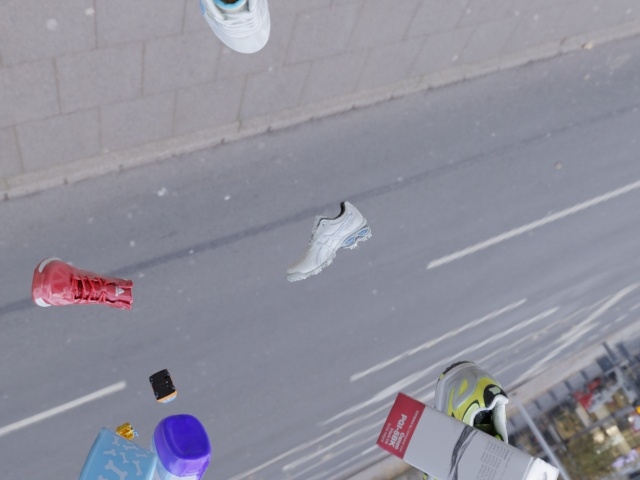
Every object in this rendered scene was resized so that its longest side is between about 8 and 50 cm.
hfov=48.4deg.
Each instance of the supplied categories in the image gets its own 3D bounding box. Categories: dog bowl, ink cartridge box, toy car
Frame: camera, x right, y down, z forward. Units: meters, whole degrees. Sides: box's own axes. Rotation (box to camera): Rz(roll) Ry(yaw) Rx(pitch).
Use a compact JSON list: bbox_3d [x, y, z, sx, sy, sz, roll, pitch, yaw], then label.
[{"bbox_3d":[-0.261,0.356,0.865,0.074,0.166,0.297,17,128,-6],"label":"dog bowl"},{"bbox_3d":[0.134,0.198,0.648,0.099,0.135,0.056,38,76,-52],"label":"ink cartridge box"},{"bbox_3d":[-0.276,0.260,1.124,0.122,0.060,0.041,-39,137,-24],"label":"toy car"}]

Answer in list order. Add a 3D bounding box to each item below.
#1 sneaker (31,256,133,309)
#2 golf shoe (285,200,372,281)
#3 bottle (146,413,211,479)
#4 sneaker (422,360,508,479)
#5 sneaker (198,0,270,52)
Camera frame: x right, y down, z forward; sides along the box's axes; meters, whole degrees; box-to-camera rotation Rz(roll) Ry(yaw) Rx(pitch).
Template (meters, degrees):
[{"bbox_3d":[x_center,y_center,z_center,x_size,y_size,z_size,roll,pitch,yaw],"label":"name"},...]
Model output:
[{"bbox_3d":[-0.397,0.077,1.233,0.128,0.087,0.221,4,180,5],"label":"sneaker"},{"bbox_3d":[0.000,0.000,1.244,0.176,0.086,0.069,-36,-167,-15],"label":"golf shoe"},{"bbox_3d":[-0.286,0.443,1.296,0.092,0.118,0.283,3,129,-36],"label":"bottle"},{"bbox_3d":[0.303,0.448,1.450,0.145,0.385,0.147,-7,-168,-19],"label":"sneaker"},{"bbox_3d":[-0.109,-0.291,0.854,0.087,0.092,0.229,-14,157,3],"label":"sneaker"}]
